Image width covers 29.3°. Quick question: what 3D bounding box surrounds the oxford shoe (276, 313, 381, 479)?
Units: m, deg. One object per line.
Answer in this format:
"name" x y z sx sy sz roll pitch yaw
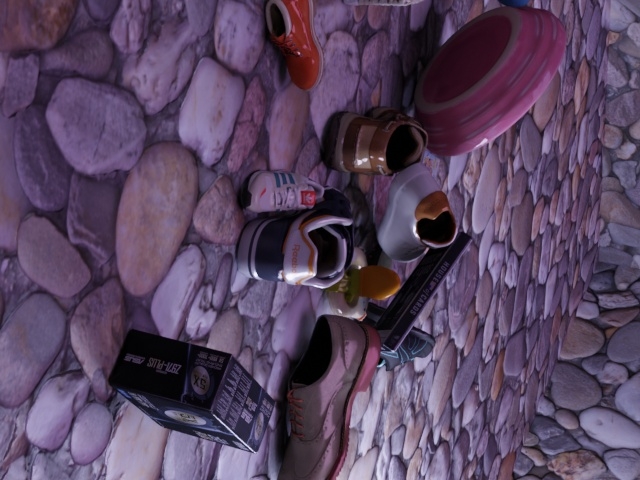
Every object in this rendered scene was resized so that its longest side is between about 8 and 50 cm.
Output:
"oxford shoe" -0.021 0.285 2.020 0.130 0.123 0.348 27 77 -39

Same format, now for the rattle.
"rattle" 0.097 0.089 2.131 0.199 0.143 0.130 59 28 -51

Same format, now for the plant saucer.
"plant saucer" 0.290 -0.305 2.226 0.084 0.332 0.332 41 58 -26

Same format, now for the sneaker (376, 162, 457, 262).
"sneaker" 0.171 -0.011 2.122 0.106 0.123 0.290 -33 158 -12

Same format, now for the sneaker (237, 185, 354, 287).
"sneaker" 0.000 0.000 1.866 0.321 0.127 0.126 -34 130 -61

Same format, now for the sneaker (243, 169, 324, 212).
"sneaker" -0.049 -0.070 1.773 0.161 0.075 0.057 -19 119 -65

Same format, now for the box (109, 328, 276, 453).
"box" -0.158 0.194 1.553 0.180 0.147 0.077 59 47 -60

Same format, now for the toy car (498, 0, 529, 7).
"toy car" 0.270 -0.498 2.189 0.238 0.210 0.219 -47 156 -31

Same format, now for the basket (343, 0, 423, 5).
"basket" 0.117 -0.433 1.951 0.167 0.103 0.113 -32 129 -59

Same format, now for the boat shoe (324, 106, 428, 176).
"boat shoe" 0.119 -0.157 2.071 0.324 0.120 0.122 -20 119 -64

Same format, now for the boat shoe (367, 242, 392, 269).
"boat shoe" 0.119 0.014 2.266 0.049 0.042 0.133 50 52 -37

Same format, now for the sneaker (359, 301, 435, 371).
"sneaker" 0.133 0.195 2.342 0.267 0.101 0.106 31 82 -57

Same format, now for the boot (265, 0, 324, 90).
"boot" -0.041 -0.277 1.723 0.084 0.059 0.158 -43 131 -50

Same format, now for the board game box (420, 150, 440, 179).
"board game box" 0.192 -0.096 2.400 0.103 0.026 0.154 17 85 -68

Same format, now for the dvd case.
"dvd case" 0.167 0.092 2.140 0.238 0.029 0.179 -55 -175 -10
